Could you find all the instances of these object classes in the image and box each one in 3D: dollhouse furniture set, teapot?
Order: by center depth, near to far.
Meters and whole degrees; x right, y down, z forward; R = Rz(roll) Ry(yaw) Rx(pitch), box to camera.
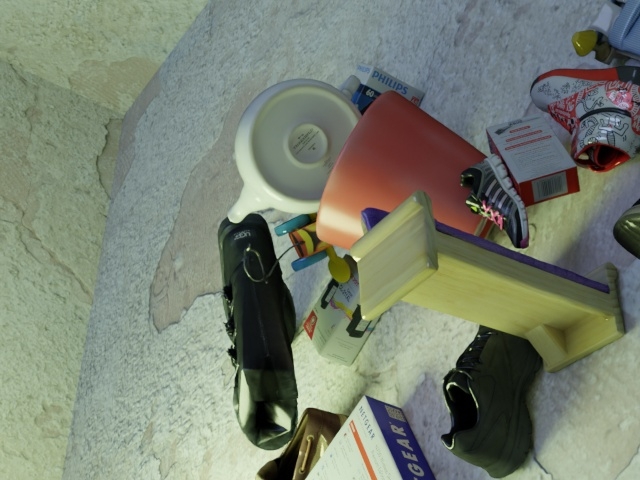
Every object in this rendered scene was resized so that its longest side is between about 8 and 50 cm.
[{"bbox_3d":[0.482,-0.381,1.528,0.303,0.198,0.286,-61,26,12],"label":"dollhouse furniture set"},{"bbox_3d":[-0.040,-0.167,1.929,0.187,0.256,0.253,176,89,-77],"label":"teapot"}]

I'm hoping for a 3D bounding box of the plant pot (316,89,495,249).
[{"bbox_3d":[0.161,-0.072,1.760,0.275,0.243,0.275,-56,-16,-24],"label":"plant pot"}]

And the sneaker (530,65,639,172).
[{"bbox_3d":[0.395,-0.182,1.652,0.270,0.090,0.145,6,72,61],"label":"sneaker"}]

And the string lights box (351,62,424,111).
[{"bbox_3d":[0.091,-0.218,2.218,0.260,0.133,0.077,-65,25,5],"label":"string lights box"}]

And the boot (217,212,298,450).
[{"bbox_3d":[-0.100,0.215,2.048,0.146,0.367,0.445,-17,39,-1],"label":"boot"}]

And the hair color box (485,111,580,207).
[{"bbox_3d":[0.323,-0.125,1.654,0.093,0.053,0.167,-16,38,1],"label":"hair color box"}]

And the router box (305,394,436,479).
[{"bbox_3d":[0.069,0.470,1.743,0.301,0.082,0.335,-57,27,19],"label":"router box"}]

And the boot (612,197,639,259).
[{"bbox_3d":[0.510,-0.114,1.305,0.284,0.138,0.377,-55,-7,-15],"label":"boot"}]

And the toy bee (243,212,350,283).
[{"bbox_3d":[0.000,0.000,2.001,0.162,0.195,0.298,-23,25,26],"label":"toy bee"}]

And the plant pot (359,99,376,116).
[{"bbox_3d":[0.115,-0.114,2.025,0.187,0.188,0.167,-39,48,25],"label":"plant pot"}]

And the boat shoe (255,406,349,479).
[{"bbox_3d":[-0.069,0.446,1.980,0.342,0.123,0.123,-57,27,19],"label":"boat shoe"}]

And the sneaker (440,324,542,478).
[{"bbox_3d":[0.246,0.194,1.581,0.109,0.130,0.286,-34,39,51],"label":"sneaker"}]

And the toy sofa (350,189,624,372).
[{"bbox_3d":[0.230,0.042,1.472,0.150,0.362,0.177,-40,41,44],"label":"toy sofa"}]

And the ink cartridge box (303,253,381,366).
[{"bbox_3d":[0.052,0.131,2.071,0.175,0.072,0.127,-60,26,13],"label":"ink cartridge box"}]

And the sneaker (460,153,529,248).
[{"bbox_3d":[0.256,-0.051,1.601,0.063,0.074,0.170,77,175,-56],"label":"sneaker"}]
